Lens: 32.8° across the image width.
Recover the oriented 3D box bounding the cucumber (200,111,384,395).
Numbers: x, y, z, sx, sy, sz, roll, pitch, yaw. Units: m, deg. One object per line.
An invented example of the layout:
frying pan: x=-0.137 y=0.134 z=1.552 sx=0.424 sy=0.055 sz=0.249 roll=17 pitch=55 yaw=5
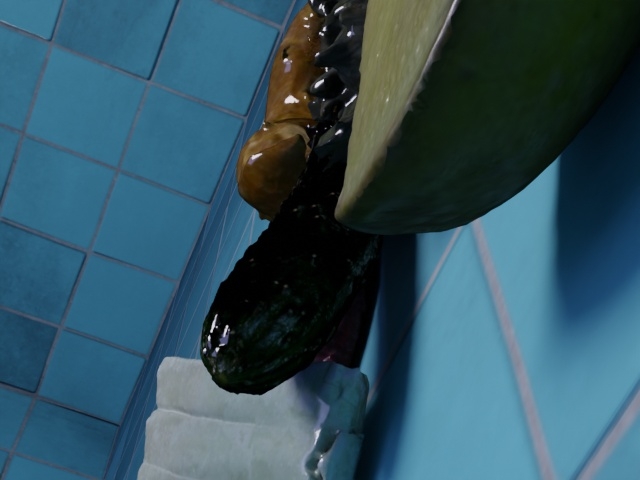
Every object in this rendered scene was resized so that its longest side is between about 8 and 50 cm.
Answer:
cucumber: x=0.000 y=0.000 z=0.661 sx=0.303 sy=0.081 sz=0.072 roll=-69 pitch=-20 yaw=-60

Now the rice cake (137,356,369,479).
rice cake: x=-0.045 y=0.126 z=0.647 sx=0.211 sy=0.038 sz=0.124 roll=-15 pitch=60 yaw=53

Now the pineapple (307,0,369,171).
pineapple: x=0.038 y=-0.204 z=0.691 sx=0.202 sy=0.202 sz=0.361 roll=124 pitch=153 yaw=-54

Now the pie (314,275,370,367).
pie: x=-0.027 y=0.088 z=0.784 sx=0.204 sy=0.054 sz=0.218 roll=-89 pitch=22 yaw=-62

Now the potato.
potato: x=0.083 y=-0.115 z=0.447 sx=0.269 sy=0.112 sz=0.255 roll=146 pitch=139 yaw=-76

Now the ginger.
ginger: x=0.002 y=-0.127 z=0.947 sx=0.133 sy=0.107 sz=0.309 roll=100 pitch=-174 yaw=-51
